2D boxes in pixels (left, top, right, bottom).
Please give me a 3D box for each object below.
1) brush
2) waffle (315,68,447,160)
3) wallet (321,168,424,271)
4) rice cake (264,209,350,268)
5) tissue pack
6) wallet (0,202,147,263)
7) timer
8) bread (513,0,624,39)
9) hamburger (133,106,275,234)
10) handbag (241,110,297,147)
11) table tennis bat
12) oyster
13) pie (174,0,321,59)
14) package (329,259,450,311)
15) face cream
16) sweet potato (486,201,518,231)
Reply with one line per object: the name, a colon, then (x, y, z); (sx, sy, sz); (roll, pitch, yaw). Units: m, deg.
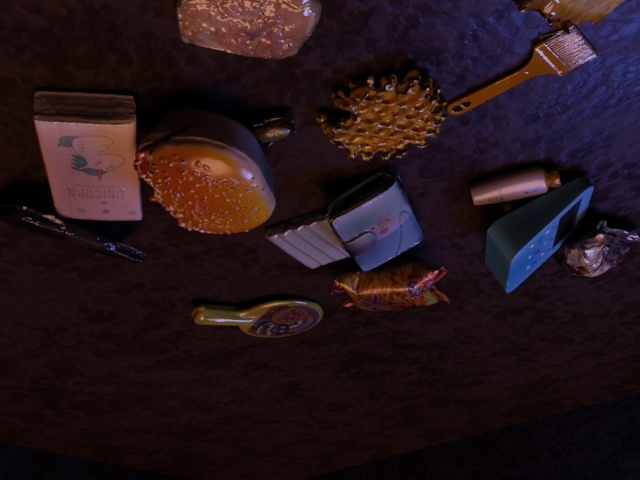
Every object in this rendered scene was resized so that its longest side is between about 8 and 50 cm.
brush: (0.338, -0.284, 1.440); (0.272, 0.013, 0.103); (-25, 145, 32)
waffle: (0.116, -0.219, 1.484); (0.229, 0.051, 0.231); (-19, 149, 17)
wallet: (0.116, -0.038, 1.751); (0.176, 0.075, 0.250); (-29, 147, 4)
rice cake: (0.000, 0.000, 1.865); (0.189, 0.037, 0.198); (-17, 149, 19)
tissue pack: (-0.414, -0.144, 1.500); (0.170, 0.071, 0.325); (-1, 152, -10)
wallet: (-0.514, -0.013, 1.690); (0.310, 0.042, 0.165); (24, 171, -40)
timer: (0.487, -0.014, 1.794); (0.250, 0.091, 0.232); (-31, 154, -4)
bread: (0.378, -0.355, 1.074); (0.315, 0.279, 0.248); (30, 129, -30)
hamburger: (-0.199, -0.110, 1.475); (0.227, 0.151, 0.295); (6, 151, 19)
handbag: (-0.094, -0.201, 1.478); (0.111, 0.047, 0.072); (-12, 149, 18)
table tennis bat: (-0.164, 0.204, 2.190); (0.369, 0.054, 0.224); (7, 148, -29)
oyster: (0.651, 0.032, 1.949); (0.271, 0.100, 0.275); (-17, 160, -31)
pie: (-0.103, -0.344, 1.216); (0.218, 0.052, 0.185); (7, 150, -17)
package: (0.175, 0.113, 2.035); (0.288, 0.108, 0.223); (-3, 157, 11)
face cream: (0.405, -0.114, 1.714); (0.182, 0.051, 0.072); (-13, 141, 11)
sweet potato: (0.408, -0.023, 1.872); (0.066, 0.072, 0.314); (-44, 160, -17)
